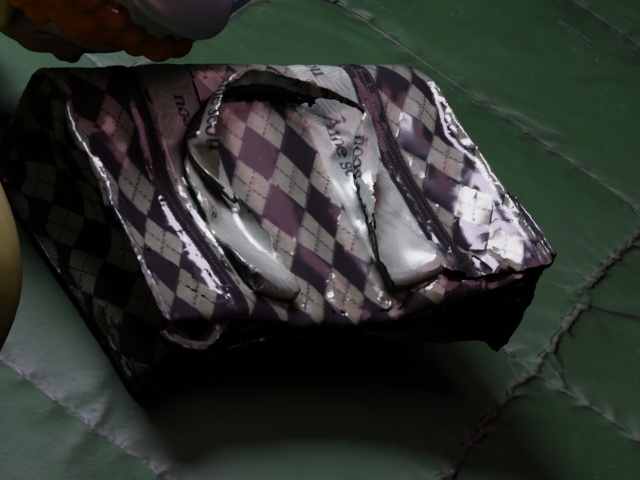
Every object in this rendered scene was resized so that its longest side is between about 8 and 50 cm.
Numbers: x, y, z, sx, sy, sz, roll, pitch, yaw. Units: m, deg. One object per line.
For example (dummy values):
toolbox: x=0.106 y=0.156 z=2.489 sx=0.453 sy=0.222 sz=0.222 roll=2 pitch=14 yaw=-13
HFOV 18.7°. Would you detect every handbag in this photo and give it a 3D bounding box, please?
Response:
handbag: x=-0.037 y=-0.012 z=1.709 sx=0.416 sy=0.180 sz=0.316 roll=-3 pitch=45 yaw=-33

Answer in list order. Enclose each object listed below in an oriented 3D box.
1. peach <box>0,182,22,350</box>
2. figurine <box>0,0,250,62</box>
peach: x=-0.354 y=0.016 z=1.305 sx=0.292 sy=0.247 sz=0.292 roll=-1 pitch=31 yaw=1
figurine: x=-0.258 y=-0.256 z=1.732 sx=0.382 sy=0.205 sz=0.224 roll=0 pitch=-1 yaw=29
